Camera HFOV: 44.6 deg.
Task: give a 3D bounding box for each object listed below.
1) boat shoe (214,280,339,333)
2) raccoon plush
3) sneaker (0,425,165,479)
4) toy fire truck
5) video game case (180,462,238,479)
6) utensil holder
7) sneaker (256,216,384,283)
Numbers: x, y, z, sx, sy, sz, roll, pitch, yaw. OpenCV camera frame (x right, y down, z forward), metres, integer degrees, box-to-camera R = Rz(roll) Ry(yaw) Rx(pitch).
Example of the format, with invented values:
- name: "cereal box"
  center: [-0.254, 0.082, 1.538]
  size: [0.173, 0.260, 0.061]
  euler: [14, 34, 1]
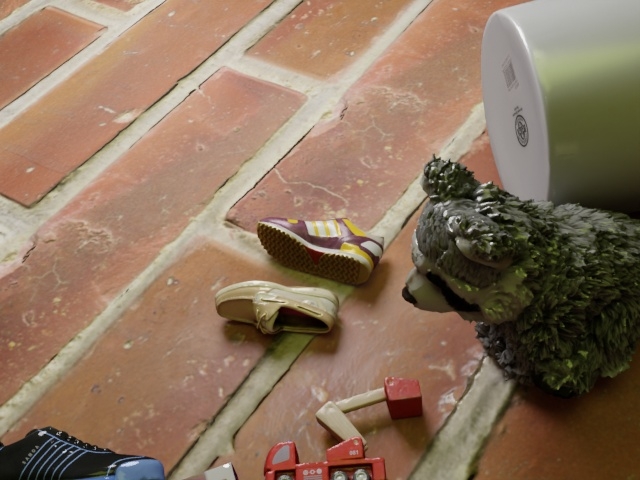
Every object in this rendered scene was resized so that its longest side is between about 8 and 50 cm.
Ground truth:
- name: "boat shoe"
  center: [-0.061, 0.095, 1.044]
  size: [0.170, 0.063, 0.059]
  euler: [0, 44, 6]
- name: "raccoon plush"
  center: [0.299, -0.031, 0.909]
  size: [0.446, 0.299, 0.216]
  euler: [-39, 41, -10]
- name: "sneaker"
  center: [-0.295, 0.262, 0.917]
  size: [0.232, 0.081, 0.090]
  euler: [-6, 56, 3]
- name: "toy fire truck"
  center: [0.029, 0.235, 0.922]
  size: [0.192, 0.047, 0.135]
  euler: [-5, 48, 4]
- name: "video game case"
  center: [-0.176, 0.372, 0.832]
  size: [0.232, 0.042, 0.210]
  euler: [-17, 48, -8]
- name: "utensil holder"
  center: [0.448, -0.197, 1.067]
  size: [0.385, 0.327, 0.327]
  euler: [-12, 49, 0]
- name: "sneaker"
  center: [0.000, 0.000, 1.123]
  size: [0.185, 0.069, 0.084]
  euler: [21, 46, 16]
